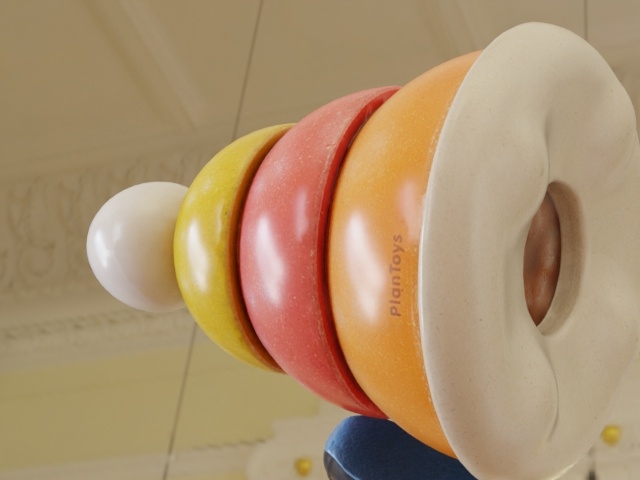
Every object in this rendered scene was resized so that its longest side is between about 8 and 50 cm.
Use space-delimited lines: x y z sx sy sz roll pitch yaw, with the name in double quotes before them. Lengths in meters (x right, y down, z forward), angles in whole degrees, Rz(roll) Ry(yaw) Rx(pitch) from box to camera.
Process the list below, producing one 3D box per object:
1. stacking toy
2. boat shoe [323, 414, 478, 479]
"stacking toy" 0.000 0.000 1.171 0.480 0.350 0.350 5 -36 32
"boat shoe" 0.120 0.232 1.187 0.258 0.109 0.089 38 -28 9
